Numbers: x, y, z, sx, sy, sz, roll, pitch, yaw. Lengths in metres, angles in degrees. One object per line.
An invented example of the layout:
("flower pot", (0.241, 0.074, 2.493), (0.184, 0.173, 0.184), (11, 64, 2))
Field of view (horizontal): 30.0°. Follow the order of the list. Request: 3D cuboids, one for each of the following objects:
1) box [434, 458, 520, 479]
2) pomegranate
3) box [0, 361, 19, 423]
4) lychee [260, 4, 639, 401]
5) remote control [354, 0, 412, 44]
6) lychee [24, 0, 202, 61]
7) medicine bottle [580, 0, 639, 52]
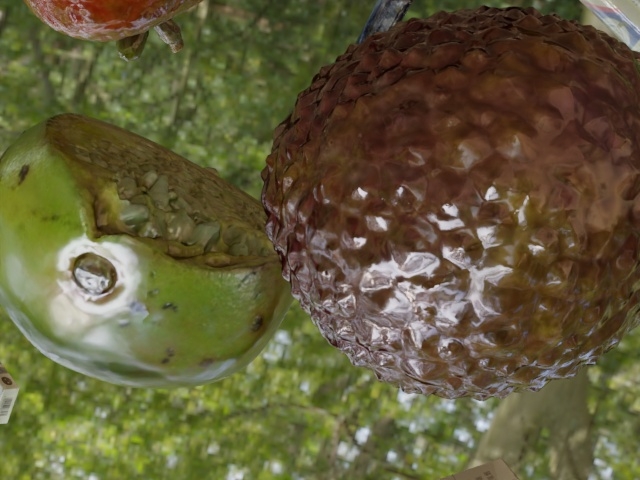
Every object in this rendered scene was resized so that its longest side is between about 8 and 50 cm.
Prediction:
("box", (0.130, 0.302, 1.307), (0.198, 0.029, 0.109), (-16, -160, -9))
("pomegranate", (-0.179, 0.023, 1.185), (0.310, 0.216, 0.358), (26, -171, 2))
("box", (-0.396, 0.175, 1.435), (0.024, 0.054, 0.083), (-1, -148, -44))
("lychee", (0.096, -0.027, 0.735), (0.261, 0.260, 0.260), (12, -161, -4))
("remote control", (0.034, -0.141, 0.871), (0.014, 0.096, 0.039), (21, -162, -27))
("lychee", (-0.214, -0.323, 1.275), (0.255, 0.300, 0.255), (1, -136, -1))
("medicine bottle", (0.255, -0.213, 1.019), (0.231, 0.059, 0.059), (47, -154, 7))
